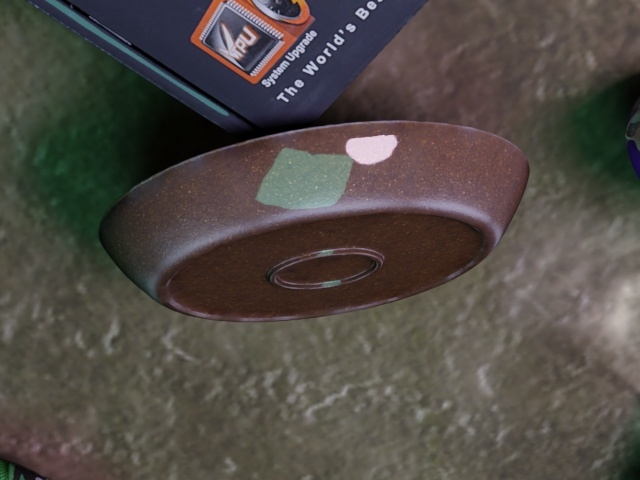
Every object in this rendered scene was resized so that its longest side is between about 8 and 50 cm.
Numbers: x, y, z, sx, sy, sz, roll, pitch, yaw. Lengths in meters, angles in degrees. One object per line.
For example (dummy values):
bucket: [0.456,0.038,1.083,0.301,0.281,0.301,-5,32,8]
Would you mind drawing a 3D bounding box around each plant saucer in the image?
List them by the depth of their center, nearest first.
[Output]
plant saucer: [0.000,0.000,0.580,0.168,0.029,0.168,-8,163,-3]

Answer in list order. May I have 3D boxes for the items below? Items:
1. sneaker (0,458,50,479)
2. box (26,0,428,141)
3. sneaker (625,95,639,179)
sneaker: [-0.246,0.211,0.736,0.343,0.134,0.146,-33,115,10]
box: [-0.015,-0.249,0.410,0.318,0.097,0.395,34,120,-23]
sneaker: [0.245,0.035,0.573,0.293,0.102,0.146,27,148,22]
